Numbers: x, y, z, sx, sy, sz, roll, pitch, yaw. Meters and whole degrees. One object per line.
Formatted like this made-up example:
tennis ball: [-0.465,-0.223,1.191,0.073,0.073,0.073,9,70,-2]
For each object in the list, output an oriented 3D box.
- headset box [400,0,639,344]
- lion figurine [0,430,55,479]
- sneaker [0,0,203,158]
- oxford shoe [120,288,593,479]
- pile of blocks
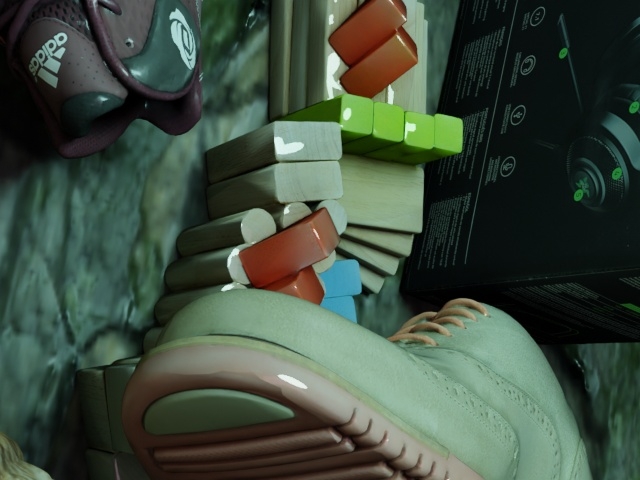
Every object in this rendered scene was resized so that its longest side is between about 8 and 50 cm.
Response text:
headset box: [0.199,-0.075,0.602,0.131,0.283,0.246,20,73,-27]
lion figurine: [-0.182,0.004,0.386,0.142,0.240,0.392,-21,94,-31]
sneaker: [-0.129,-0.131,0.437,0.281,0.106,0.162,31,39,-52]
oxford shoe: [0.041,0.091,0.532,0.397,0.140,0.146,43,45,-53]
pile of blocks: [0.000,0.000,0.572,0.149,0.112,0.362,33,69,-24]
